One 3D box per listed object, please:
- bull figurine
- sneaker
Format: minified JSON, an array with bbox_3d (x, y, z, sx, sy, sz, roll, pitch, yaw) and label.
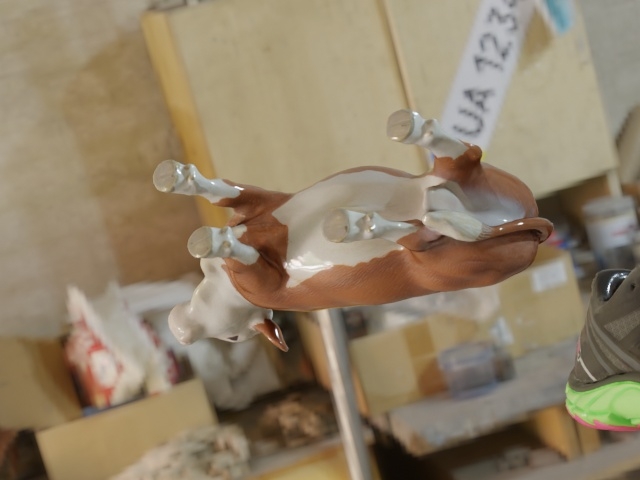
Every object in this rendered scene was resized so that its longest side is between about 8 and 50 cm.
[{"bbox_3d":[0.000,0.000,1.016,0.310,0.101,0.188,-15,-23,27],"label":"bull figurine"},{"bbox_3d":[0.368,0.070,1.309,0.185,0.202,0.483,5,-9,-25],"label":"sneaker"}]
